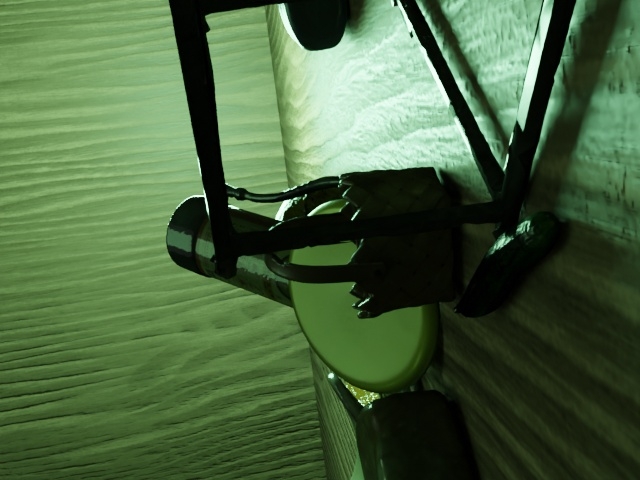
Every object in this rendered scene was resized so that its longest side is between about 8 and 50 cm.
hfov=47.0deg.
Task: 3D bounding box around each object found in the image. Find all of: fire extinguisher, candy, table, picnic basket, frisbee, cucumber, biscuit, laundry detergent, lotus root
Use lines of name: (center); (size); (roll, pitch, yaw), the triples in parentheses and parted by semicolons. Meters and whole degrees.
fire extinguisher: (-0.040, 0.005, 1.003); (0.113, 0.376, 0.200); (-32, -48, -48)
candy: (0.106, 0.267, 0.745); (0.102, 0.104, 0.234); (89, 171, -56)
table: (0.004, -0.194, 0.526); (0.272, 0.222, 0.335); (87, 173, -48)
picnic basket: (0.034, 0.005, 0.707); (0.128, 0.178, 0.138); (-111, 14, -67)
frisbee: (0.041, 0.068, 0.858); (0.236, 0.017, 0.236); (16, 114, 43)
cucumber: (0.130, 0.020, 0.525); (0.184, 0.033, 0.036); (96, -171, -68)
biscuit: (0.084, 0.291, 1.274); (0.188, 0.052, 0.056); (-118, 8, -76)
laundry detergent: (-0.019, -0.384, 1.174); (0.290, 0.094, 0.143); (-105, 2, -70)
lotus root: (0.000, 0.000, 1.187); (0.275, 0.151, 0.160); (97, 174, -62)

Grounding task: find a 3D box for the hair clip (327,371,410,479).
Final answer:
hair clip: (0.083, 0.271, 0.989); (0.172, 0.113, 0.282); (-148, 47, -75)
